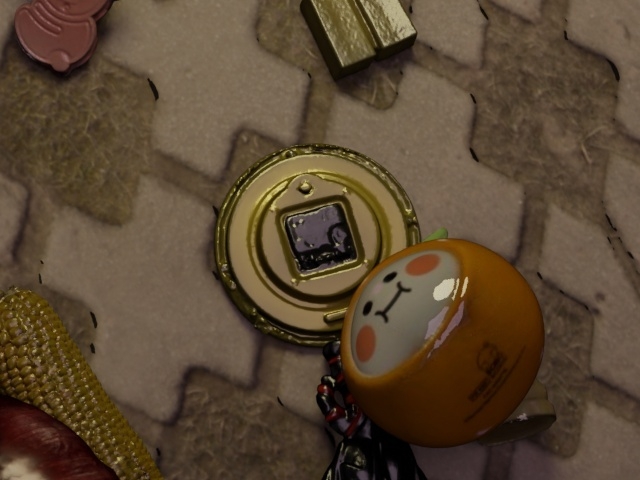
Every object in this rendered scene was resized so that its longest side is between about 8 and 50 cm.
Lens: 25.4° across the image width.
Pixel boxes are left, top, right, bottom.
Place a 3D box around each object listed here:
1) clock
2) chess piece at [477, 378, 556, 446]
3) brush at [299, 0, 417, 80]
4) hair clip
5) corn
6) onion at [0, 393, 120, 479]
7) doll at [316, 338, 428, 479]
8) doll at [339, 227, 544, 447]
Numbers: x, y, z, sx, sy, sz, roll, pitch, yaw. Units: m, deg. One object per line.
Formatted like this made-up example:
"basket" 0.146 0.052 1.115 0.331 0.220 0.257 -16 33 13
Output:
"clock" 0.000 0.000 1.556 0.237 0.057 0.237 1 79 -7
"chess piece" 0.186 0.115 1.548 0.090 0.090 0.200 -11 68 -10
"brush" 0.014 -0.309 1.630 0.103 0.047 0.233 -24 81 -12
"hair clip" -0.276 -0.261 1.553 0.123 0.102 0.138 25 76 1
"corn" -0.261 0.179 1.459 0.106 0.106 0.293 -34 83 -13
"onion" -0.345 0.309 1.314 0.348 0.285 0.347 -2 84 21
"doll" 0.056 0.227 1.503 0.127 0.088 0.248 -12 69 11
"doll" 0.110 0.094 1.450 0.213 0.236 0.213 -10 113 -23
